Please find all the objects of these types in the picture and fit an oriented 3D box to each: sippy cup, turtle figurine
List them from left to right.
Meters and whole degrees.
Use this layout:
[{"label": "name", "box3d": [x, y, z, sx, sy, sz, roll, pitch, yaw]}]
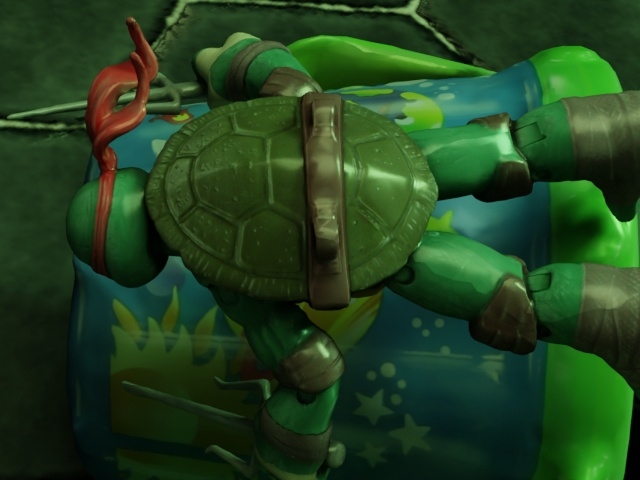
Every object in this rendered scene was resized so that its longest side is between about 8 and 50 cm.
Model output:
[{"label": "turtle figurine", "box3d": [0.000, 0.000, 0.607, 0.234, 0.118, 0.175, 0, 79, 0]}, {"label": "sippy cup", "box3d": [0.008, 0.030, 0.762, 0.224, 0.240, 0.305, 2, 7, -1]}]

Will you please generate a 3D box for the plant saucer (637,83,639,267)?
[{"label": "plant saucer", "box3d": [0.262, 0.042, 0.830, 0.400, 0.100, 0.400, 13, 68, -36]}]
